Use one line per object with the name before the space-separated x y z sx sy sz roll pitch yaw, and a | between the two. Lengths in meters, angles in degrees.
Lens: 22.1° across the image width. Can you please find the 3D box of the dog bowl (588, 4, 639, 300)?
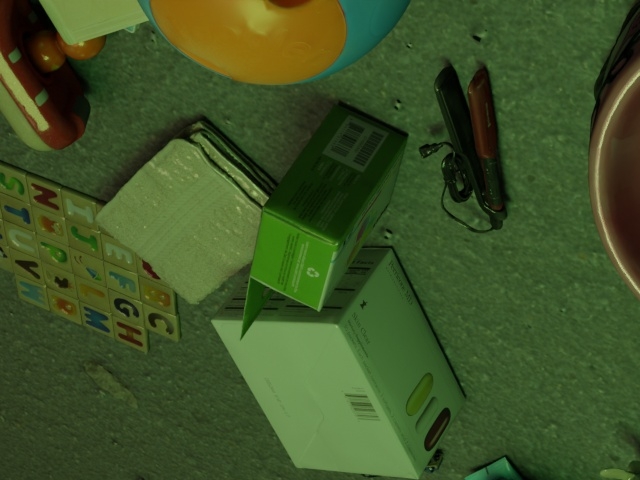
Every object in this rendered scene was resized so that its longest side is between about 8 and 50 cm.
dog bowl | 0.419 -0.063 1.447 0.408 0.150 0.407 12 117 24

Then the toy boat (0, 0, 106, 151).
toy boat | -0.327 -0.230 1.967 0.151 0.151 0.231 -23 119 14

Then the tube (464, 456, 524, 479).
tube | 0.286 0.377 2.186 0.207 0.052 0.080 47 127 -7

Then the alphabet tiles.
alphabet tiles | -0.351 0.027 2.330 0.343 0.011 0.285 21 139 18

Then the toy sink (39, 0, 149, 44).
toy sink | -0.245 -0.353 1.721 0.131 0.152 0.234 -14 121 25

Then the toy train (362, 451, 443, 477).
toy train | 0.110 0.309 2.262 0.158 0.027 0.036 -14 124 45

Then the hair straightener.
hair straightener | 0.156 -0.095 1.802 0.089 0.047 0.230 10 140 30

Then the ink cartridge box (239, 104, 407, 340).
ink cartridge box | 0.000 0.000 1.894 0.097 0.188 0.255 26 142 11

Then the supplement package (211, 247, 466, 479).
supplement package | 0.027 0.152 2.065 0.204 0.145 0.261 -1 130 38

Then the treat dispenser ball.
treat dispenser ball | -0.044 -0.290 1.543 0.288 0.288 0.288 21 140 19

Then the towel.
towel | -0.161 -0.028 2.091 0.187 0.049 0.282 43 139 -7

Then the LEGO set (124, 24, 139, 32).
LEGO set | -0.307 -0.351 1.869 0.244 0.060 0.182 30 138 9

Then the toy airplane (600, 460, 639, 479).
toy airplane | 0.374 0.458 2.017 0.386 0.272 0.384 -24 89 55

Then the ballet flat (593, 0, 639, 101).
ballet flat | 0.317 -0.190 1.584 0.057 0.049 0.173 60 145 24
